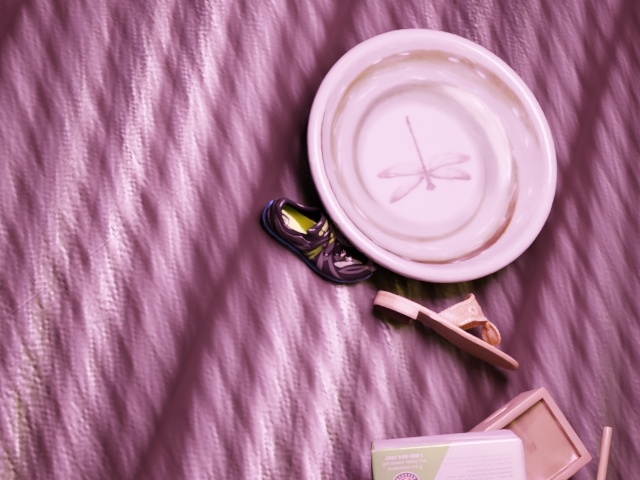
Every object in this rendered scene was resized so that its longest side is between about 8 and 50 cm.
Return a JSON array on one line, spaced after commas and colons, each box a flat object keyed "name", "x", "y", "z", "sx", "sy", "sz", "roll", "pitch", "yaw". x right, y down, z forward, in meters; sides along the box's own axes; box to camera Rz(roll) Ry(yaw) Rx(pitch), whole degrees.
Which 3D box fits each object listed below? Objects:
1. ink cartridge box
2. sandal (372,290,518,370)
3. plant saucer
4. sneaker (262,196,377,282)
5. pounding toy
[{"name": "ink cartridge box", "x": 0.182, "y": 0.445, "z": 1.583, "sx": 0.207, "sy": 0.119, "sz": 0.353, "roll": -4, "pitch": 86, "yaw": 1}, {"name": "sandal", "x": 0.201, "y": 0.109, "z": 1.742, "sx": 0.240, "sy": 0.088, "sz": 0.079, "roll": 24, "pitch": 75, "yaw": -4}, {"name": "plant saucer", "x": 0.161, "y": -0.123, "z": 1.787, "sx": 0.400, "sy": 0.100, "sz": 0.400, "roll": 5, "pitch": 74, "yaw": -16}, {"name": "sneaker", "x": 0.000, "y": 0.000, "z": 1.716, "sx": 0.188, "sy": 0.078, "sz": 0.067, "roll": 34, "pitch": 69, "yaw": -6}, {"name": "pounding toy", "x": 0.341, "y": 0.325, "z": 1.720, "sx": 0.181, "sy": 0.094, "sz": 0.206, "roll": -32, "pitch": 86, "yaw": -21}]
